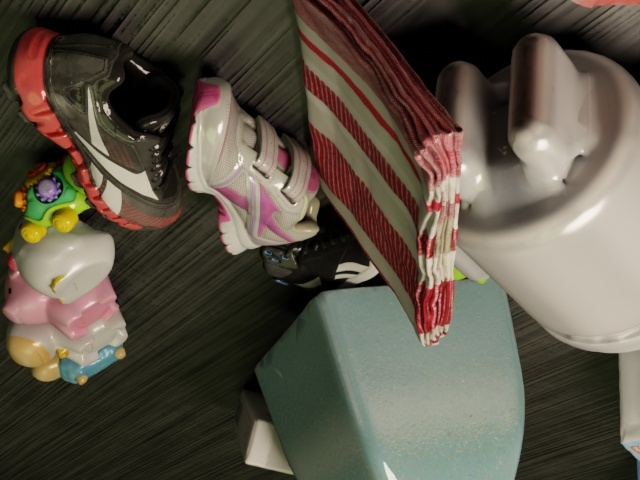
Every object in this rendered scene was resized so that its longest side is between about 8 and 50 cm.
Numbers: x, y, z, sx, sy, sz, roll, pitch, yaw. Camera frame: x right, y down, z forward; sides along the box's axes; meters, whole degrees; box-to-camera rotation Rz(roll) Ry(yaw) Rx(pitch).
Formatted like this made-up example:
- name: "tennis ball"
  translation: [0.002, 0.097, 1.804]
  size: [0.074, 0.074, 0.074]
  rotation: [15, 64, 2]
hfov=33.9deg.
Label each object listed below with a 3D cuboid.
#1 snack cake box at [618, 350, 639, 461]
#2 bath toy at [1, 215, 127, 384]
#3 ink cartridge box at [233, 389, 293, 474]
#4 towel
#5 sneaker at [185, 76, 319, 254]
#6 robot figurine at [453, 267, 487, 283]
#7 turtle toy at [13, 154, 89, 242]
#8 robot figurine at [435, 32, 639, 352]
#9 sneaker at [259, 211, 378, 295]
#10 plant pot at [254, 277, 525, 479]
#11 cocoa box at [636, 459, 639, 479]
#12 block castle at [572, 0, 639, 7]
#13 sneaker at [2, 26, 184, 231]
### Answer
- name: "snack cake box"
  translation: [0.471, 0.232, 1.338]
  size: [0.089, 0.152, 0.264]
  rotation: [-16, 141, 33]
- name: "bath toy"
  translation: [-0.328, 0.067, 1.300]
  size: [0.151, 0.129, 0.348]
  rotation: [-30, 160, -23]
- name: "ink cartridge box"
  translation: [0.016, 0.284, 1.481]
  size: [0.261, 0.066, 0.296]
  rotation: [14, 178, -7]
- name: "towel"
  translation: [0.042, -0.067, 0.914]
  size: [0.037, 0.237, 0.329]
  rotation: [-27, 149, -11]
- name: "sneaker"
  translation: [-0.061, -0.076, 1.035]
  size: [0.111, 0.103, 0.252]
  rotation: [-3, 153, 11]
- name: "robot figurine"
  translation: [0.148, -0.001, 1.121]
  size: [0.101, 0.067, 0.115]
  rotation: [39, 149, 8]
- name: "turtle toy"
  translation: [-0.275, -0.056, 1.124]
  size: [0.130, 0.095, 0.066]
  rotation: [-16, 119, 33]
- name: "robot figurine"
  translation: [0.232, -0.028, 0.933]
  size: [0.299, 0.200, 0.353]
  rotation: [-12, 143, 36]
- name: "sneaker"
  translation: [0.000, 0.000, 1.146]
  size: [0.121, 0.079, 0.217]
  rotation: [18, 148, -15]
- name: "plant pot"
  translation: [0.096, 0.213, 1.232]
  size: [0.247, 0.252, 0.247]
  rotation: [-4, 154, -25]
- name: "cocoa box"
  translation: [0.664, 0.419, 1.514]
  size: [0.347, 0.232, 0.228]
  rotation: [-21, 137, 38]
- name: "block castle"
  translation: [0.220, -0.313, 0.422]
  size: [0.302, 0.213, 0.453]
  rotation: [-12, 145, 10]
- name: "sneaker"
  translation: [-0.182, -0.098, 1.015]
  size: [0.135, 0.098, 0.276]
  rotation: [-2, 145, 20]
